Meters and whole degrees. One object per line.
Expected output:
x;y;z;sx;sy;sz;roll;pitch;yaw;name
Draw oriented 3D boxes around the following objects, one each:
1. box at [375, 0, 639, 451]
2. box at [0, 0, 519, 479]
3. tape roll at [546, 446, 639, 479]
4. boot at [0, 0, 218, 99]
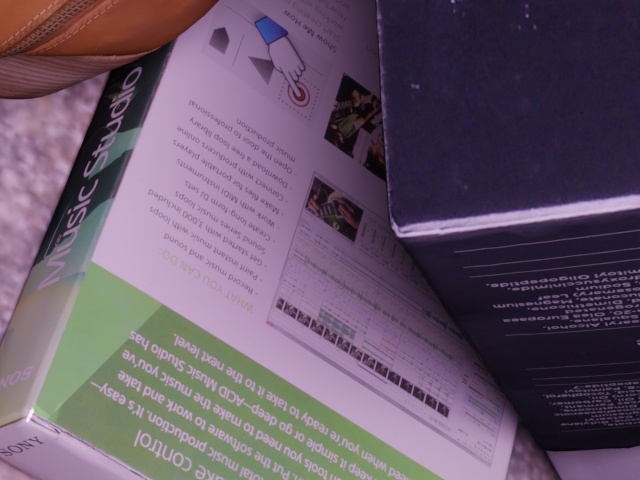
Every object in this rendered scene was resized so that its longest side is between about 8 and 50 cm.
0.134;-0.119;0.705;0.312;0.178;0.343;50;35;-65;box
0.000;0.000;0.800;0.232;0.058;0.322;35;53;-25;box
0.207;0.070;0.903;0.219;0.072;0.219;20;50;-26;tape roll
-0.138;-0.112;0.613;0.283;0.220;0.109;4;71;-39;boot
